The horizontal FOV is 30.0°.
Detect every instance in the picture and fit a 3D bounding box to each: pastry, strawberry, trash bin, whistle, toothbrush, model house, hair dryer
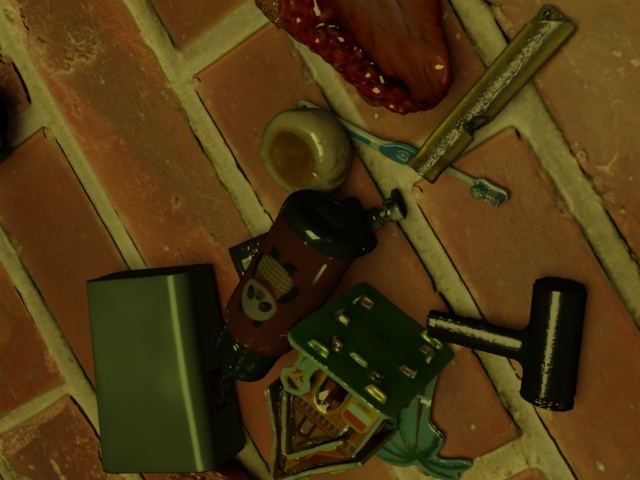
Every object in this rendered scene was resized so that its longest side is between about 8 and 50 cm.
[{"bbox_3d":[-0.023,-0.143,1.944,0.156,0.092,0.156,12,115,28],"label":"pastry"},{"bbox_3d":[0.058,-0.328,1.819,0.149,0.265,0.336,-34,85,48],"label":"strawberry"},{"bbox_3d":[-0.278,0.223,2.085,0.223,0.158,0.343,-5,97,22],"label":"trash bin"},{"bbox_3d":[0.257,-0.224,1.828,0.326,0.057,0.068,-49,57,12],"label":"whistle"},{"bbox_3d":[0.127,-0.146,1.929,0.386,0.040,0.040,28,109,18],"label":"toothbrush"},{"bbox_3d":[0.062,0.310,1.904,0.340,0.300,0.324,39,117,11],"label":"model house"},{"bbox_3d":[0.286,0.149,1.881,0.251,0.089,0.197,9,103,17],"label":"hair dryer"}]

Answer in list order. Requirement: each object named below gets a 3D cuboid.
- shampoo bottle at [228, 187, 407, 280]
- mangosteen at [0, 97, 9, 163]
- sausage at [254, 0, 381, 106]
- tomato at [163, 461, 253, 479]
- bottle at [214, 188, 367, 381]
[{"bbox_3d":[0.000,0.001,1.980,0.309,0.071,0.098,-22,91,24],"label":"shampoo bottle"},{"bbox_3d":[-0.668,-0.191,2.142,0.216,0.216,0.216,4,101,21],"label":"mangosteen"},{"bbox_3d":[0.001,-0.329,1.919,0.304,0.078,0.078,41,111,9],"label":"sausage"},{"bbox_3d":[-0.188,0.491,2.139,0.225,0.085,0.225,6,105,21],"label":"tomato"},{"bbox_3d":[-0.060,0.087,1.916,0.144,0.144,0.336,37,119,11],"label":"bottle"}]
